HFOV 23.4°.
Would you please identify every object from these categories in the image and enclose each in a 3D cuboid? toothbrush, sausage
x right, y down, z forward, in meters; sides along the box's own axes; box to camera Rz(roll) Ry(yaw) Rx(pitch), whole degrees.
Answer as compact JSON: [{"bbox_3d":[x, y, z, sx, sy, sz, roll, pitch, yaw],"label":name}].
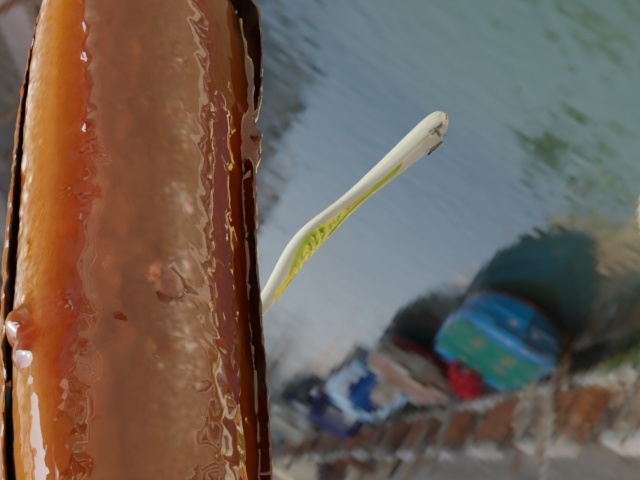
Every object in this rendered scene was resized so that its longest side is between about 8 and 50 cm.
[{"bbox_3d":[0.000,0.000,1.013,0.026,0.263,0.022,32,154,35],"label":"toothbrush"},{"bbox_3d":[-0.075,0.006,0.593,0.102,0.330,0.102,-1,150,-1],"label":"sausage"}]
